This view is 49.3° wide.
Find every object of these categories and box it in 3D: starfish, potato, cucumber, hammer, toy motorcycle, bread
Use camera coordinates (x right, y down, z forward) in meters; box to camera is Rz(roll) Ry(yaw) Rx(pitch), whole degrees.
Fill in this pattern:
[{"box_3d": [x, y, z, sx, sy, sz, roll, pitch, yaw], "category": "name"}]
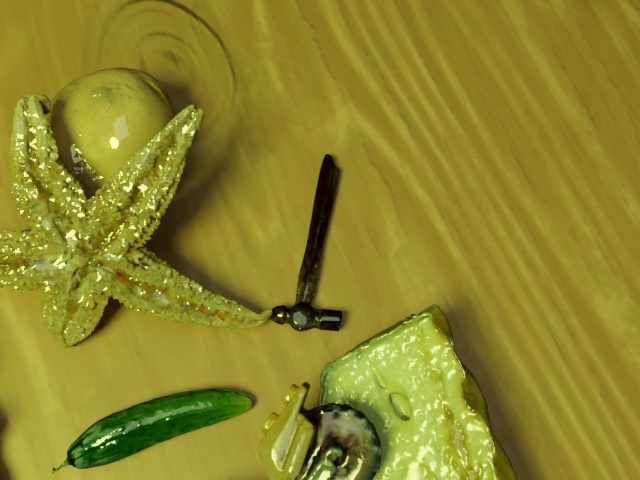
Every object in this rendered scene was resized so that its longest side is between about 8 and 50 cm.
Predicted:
[{"box_3d": [-0.171, -0.009, 0.569, 0.295, 0.048, 0.231, 14, 102, -9], "category": "starfish"}, {"box_3d": [-0.187, -0.089, 0.626, 0.112, 0.112, 0.147, 27, 80, 6], "category": "potato"}, {"box_3d": [-0.139, 0.151, 0.576, 0.168, 0.039, 0.039, -16, 72, -13], "category": "cucumber"}, {"box_3d": [0.000, 0.000, 0.652, 0.065, 0.021, 0.178, 11, 67, -1], "category": "hammer"}, {"box_3d": [-0.059, 0.206, 0.523, 0.130, 0.094, 0.229, 35, 90, 9], "category": "toy motorcycle"}, {"box_3d": [0.083, 0.176, 0.555, 0.128, 0.088, 0.231, -24, 67, 12], "category": "bread"}]
